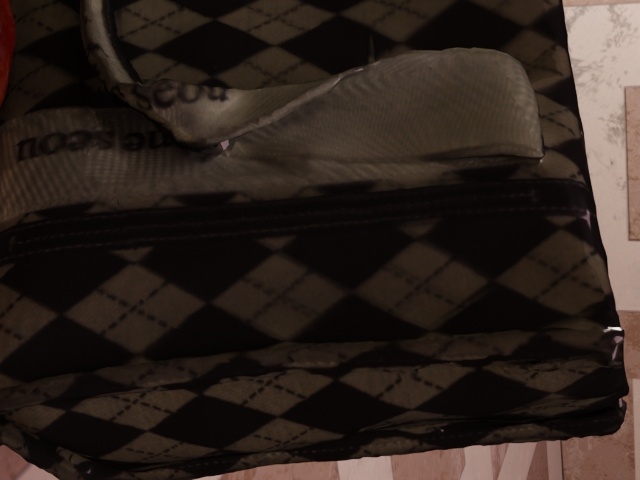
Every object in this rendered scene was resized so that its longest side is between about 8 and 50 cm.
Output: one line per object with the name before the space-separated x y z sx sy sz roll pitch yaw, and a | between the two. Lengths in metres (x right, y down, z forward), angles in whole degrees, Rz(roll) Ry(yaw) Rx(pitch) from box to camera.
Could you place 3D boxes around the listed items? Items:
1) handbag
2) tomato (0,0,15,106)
handbag | -0.002 -0.100 0.609 0.180 0.317 0.416 58 26 -63
tomato | -0.189 -0.088 0.518 0.139 0.091 0.159 61 37 -49
